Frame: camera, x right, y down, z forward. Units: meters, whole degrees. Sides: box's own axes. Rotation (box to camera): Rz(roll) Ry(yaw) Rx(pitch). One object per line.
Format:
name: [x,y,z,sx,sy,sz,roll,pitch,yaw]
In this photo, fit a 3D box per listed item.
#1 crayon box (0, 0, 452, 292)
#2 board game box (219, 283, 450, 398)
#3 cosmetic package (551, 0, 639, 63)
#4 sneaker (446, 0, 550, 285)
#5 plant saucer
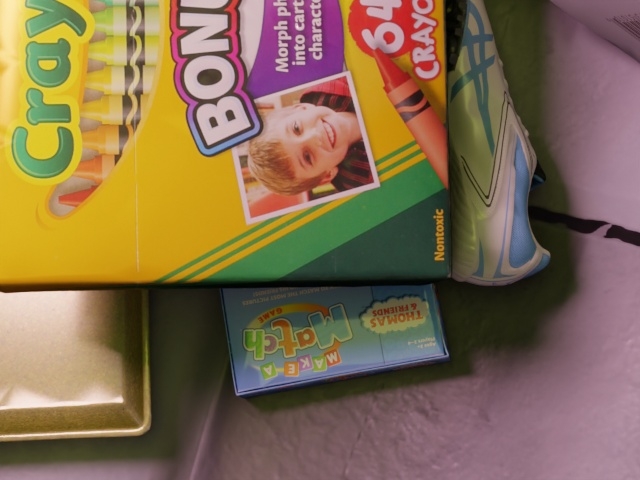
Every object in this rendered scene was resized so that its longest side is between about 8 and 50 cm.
crayon box: [-0.074,-0.148,1.277,0.313,0.106,0.363,-1,86,-8]
board game box: [0.000,0.000,1.367,0.160,0.039,0.211,-11,78,6]
cosmetic package: [0.343,-0.296,1.268,0.156,0.217,0.385,34,84,-15]
sneaker: [0.118,-0.079,1.354,0.086,0.085,0.237,3,70,-26]
plant saucer: [-0.216,0.059,1.382,0.188,0.045,0.188,-3,78,7]
